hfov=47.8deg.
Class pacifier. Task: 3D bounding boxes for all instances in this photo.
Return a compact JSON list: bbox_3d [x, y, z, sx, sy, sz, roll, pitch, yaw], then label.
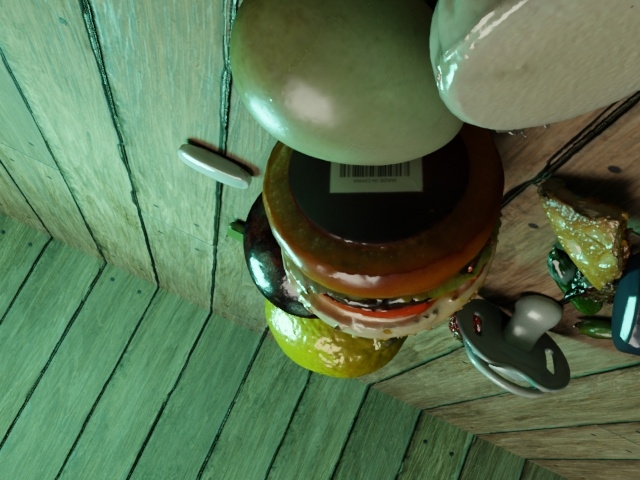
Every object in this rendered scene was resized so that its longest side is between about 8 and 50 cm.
[{"bbox_3d":[0.426,0.197,1.498,0.279,0.227,0.207,27,121,-7],"label":"pacifier"}]

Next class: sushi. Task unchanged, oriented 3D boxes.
[{"bbox_3d":[0.442,0.049,1.142,0.098,0.094,0.084,4,159,6],"label":"sushi"}]

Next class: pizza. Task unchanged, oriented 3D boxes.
[{"bbox_3d":[0.383,-0.018,1.016,0.182,0.062,0.161,54,173,2],"label":"pizza"}]

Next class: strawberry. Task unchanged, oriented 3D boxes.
[{"bbox_3d":[0.360,0.202,1.670,0.145,0.086,0.145,16,162,5],"label":"strawberry"}]

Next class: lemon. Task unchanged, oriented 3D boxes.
[{"bbox_3d":[0.040,0.143,1.578,0.336,0.336,0.336,22,161,8],"label":"lemon"}]

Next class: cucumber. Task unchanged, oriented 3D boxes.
[{"bbox_3d":[0.448,0.076,1.276,0.056,0.056,0.250,5,154,44],"label":"cucumber"}]

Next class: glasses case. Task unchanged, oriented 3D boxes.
[{"bbox_3d":[-0.220,-0.154,1.503,0.164,0.041,0.063,24,163,0],"label":"glasses case"}]

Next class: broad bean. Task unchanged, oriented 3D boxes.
[{"bbox_3d":[0.610,0.188,1.386,0.254,0.046,0.065,14,165,33],"label":"broad bean"}]

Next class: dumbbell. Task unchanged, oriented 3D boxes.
[{"bbox_3d":[0.576,0.111,0.991,0.324,0.144,0.160,11,171,14],"label":"dumbbell"}]

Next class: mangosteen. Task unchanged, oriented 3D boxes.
[{"bbox_3d":[0.000,0.000,1.314,0.288,0.288,0.288,22,161,8],"label":"mangosteen"}]

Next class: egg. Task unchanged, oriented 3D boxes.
[{"bbox_3d":[0.040,-0.191,0.818,0.295,0.218,0.218,25,163,-25],"label":"egg"}]

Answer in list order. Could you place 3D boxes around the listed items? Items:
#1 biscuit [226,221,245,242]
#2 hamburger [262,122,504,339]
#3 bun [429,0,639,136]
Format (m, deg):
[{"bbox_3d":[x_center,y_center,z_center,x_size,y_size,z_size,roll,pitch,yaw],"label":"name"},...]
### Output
[{"bbox_3d":[-0.091,0.033,1.849,0.322,0.038,0.099,24,164,0],"label":"biscuit"},{"bbox_3d":[0.091,-0.035,1.007,0.329,0.330,0.250,19,154,16],"label":"hamburger"},{"bbox_3d":[0.206,-0.228,0.626,0.263,0.175,0.263,-13,162,-4],"label":"bun"}]
